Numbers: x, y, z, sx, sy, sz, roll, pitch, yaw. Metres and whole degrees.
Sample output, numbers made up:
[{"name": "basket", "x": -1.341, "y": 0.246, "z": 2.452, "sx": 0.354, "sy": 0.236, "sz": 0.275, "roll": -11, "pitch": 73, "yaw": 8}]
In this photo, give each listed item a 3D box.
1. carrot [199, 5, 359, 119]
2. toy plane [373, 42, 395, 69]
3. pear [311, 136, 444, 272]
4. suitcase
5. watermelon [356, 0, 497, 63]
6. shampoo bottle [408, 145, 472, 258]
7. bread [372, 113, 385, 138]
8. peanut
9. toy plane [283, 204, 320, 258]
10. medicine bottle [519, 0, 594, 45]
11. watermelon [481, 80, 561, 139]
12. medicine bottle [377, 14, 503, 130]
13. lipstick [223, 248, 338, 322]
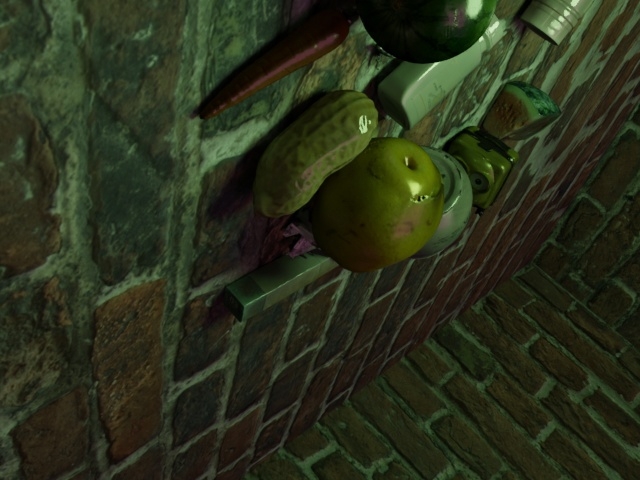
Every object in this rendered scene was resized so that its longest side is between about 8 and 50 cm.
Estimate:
[{"name": "carrot", "x": -0.071, "y": -0.307, "z": 1.121, "sx": 0.336, "sy": 0.069, "sz": 0.069, "roll": -35, "pitch": 155, "yaw": -9}, {"name": "toy plane", "x": 0.131, "y": -0.387, "z": 1.341, "sx": 0.078, "sy": 0.031, "sz": 0.083, "roll": -54, "pitch": 155, "yaw": 18}, {"name": "pear", "x": 0.118, "y": -0.078, "z": 1.465, "sx": 0.285, "sy": 0.284, "sz": 0.336, "roll": -32, "pitch": -178, "yaw": -28}, {"name": "suitcase", "x": 0.460, "y": -0.205, "z": 1.960, "sx": 0.143, "sy": 0.194, "sz": 0.234, "roll": -40, "pitch": 158, "yaw": -35}, {"name": "watermelon", "x": 0.179, "y": -0.420, "z": 1.109, "sx": 0.242, "sy": 0.242, "sz": 0.242, "roll": -36, "pitch": 154, "yaw": -21}, {"name": "shampoo bottle", "x": 0.253, "y": -0.094, "z": 1.708, "sx": 0.273, "sy": 0.273, "sz": 0.266, "roll": -42, "pitch": 160, "yaw": -9}, {"name": "bread", "x": 0.081, "y": -0.239, "z": 1.498, "sx": 0.154, "sy": 0.028, "sz": 0.068, "roll": -30, "pitch": 156, "yaw": -30}, {"name": "peanut", "x": -0.020, "y": -0.172, "z": 1.314, "sx": 0.325, "sy": 0.140, "sz": 0.153, "roll": -46, "pitch": 173, "yaw": 5}, {"name": "toy plane", "x": -0.013, "y": -0.009, "z": 1.645, "sx": 0.160, "sy": 0.082, "sz": 0.234, "roll": -54, "pitch": 144, "yaw": -3}, {"name": "medicine bottle", "x": 0.627, "y": -0.628, "z": 1.641, "sx": 0.249, "sy": 0.133, "sz": 0.133, "roll": -55, "pitch": 155, "yaw": 17}, {"name": "watermelon", "x": 0.608, "y": -0.391, "z": 2.038, "sx": 0.226, "sy": 0.148, "sz": 0.318, "roll": -29, "pitch": 171, "yaw": 6}, {"name": "medicine bottle", "x": 0.265, "y": -0.391, "z": 1.461, "sx": 0.296, "sy": 0.111, "sz": 0.161, "roll": -43, "pitch": 157, "yaw": -1}, {"name": "lipstick", "x": -0.076, "y": 0.083, "z": 1.694, "sx": 0.372, "sy": 0.080, "sz": 0.076, "roll": -29, "pitch": 151, "yaw": -34}]
